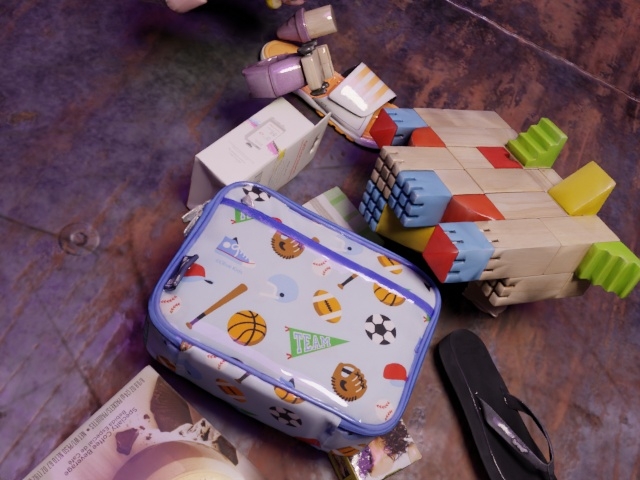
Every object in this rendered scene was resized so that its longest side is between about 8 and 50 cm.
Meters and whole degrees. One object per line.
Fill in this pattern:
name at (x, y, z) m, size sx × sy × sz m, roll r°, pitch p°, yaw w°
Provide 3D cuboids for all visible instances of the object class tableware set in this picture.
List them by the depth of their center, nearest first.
tableware set at (0.249, 0.024, 0.993) m, size 0.168 × 0.020 × 0.141 m, roll -31°, pitch 74°, yaw -30°

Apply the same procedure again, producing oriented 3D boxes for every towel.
towel at (0.000, 0.000, 0.929) m, size 0.152 × 0.023 × 0.113 m, roll -30°, pitch 76°, yaw -32°

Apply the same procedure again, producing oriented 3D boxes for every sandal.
sandal at (0.225, 0.220, 0.834) m, size 0.097 × 0.054 × 0.254 m, roll -5°, pitch 61°, yaw -45°
sandal at (0.026, -0.235, 1.035) m, size 0.265 × 0.076 × 0.102 m, roll 33°, pitch 57°, yaw 2°

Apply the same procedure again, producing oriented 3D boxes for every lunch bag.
lunch bag at (-0.030, 0.071, 0.755) m, size 0.303 × 0.115 × 0.243 m, roll 29°, pitch 55°, yaw 0°

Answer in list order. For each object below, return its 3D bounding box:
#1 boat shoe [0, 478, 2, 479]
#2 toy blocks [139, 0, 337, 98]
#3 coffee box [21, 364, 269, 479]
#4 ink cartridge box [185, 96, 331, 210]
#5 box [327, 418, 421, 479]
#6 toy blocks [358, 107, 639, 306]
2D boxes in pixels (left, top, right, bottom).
boat shoe at (-0.314, 0.337, 0.603) m, size 0.095 × 0.095 × 0.257 m, roll 16°, pitch 62°, yaw -60°
toy blocks at (-0.141, -0.348, 0.939) m, size 0.260 × 0.309 × 0.288 m, roll -12°, pitch 24°, yaw 13°
coffee box at (-0.124, 0.291, 0.660) m, size 0.297 × 0.119 × 0.168 m, roll 41°, pitch 57°, yaw 8°
ink cartridge box at (-0.079, -0.108, 0.906) m, size 0.067 × 0.115 × 0.198 m, roll 43°, pitch 57°, yaw 9°
box at (0.022, 0.172, 0.813) m, size 0.087 × 0.058 × 0.232 m, roll -19°, pitch 68°, yaw -26°
toy blocks at (0.177, -0.053, 0.879) m, size 0.261 × 0.191 × 0.381 m, roll -3°, pitch 43°, yaw -26°
